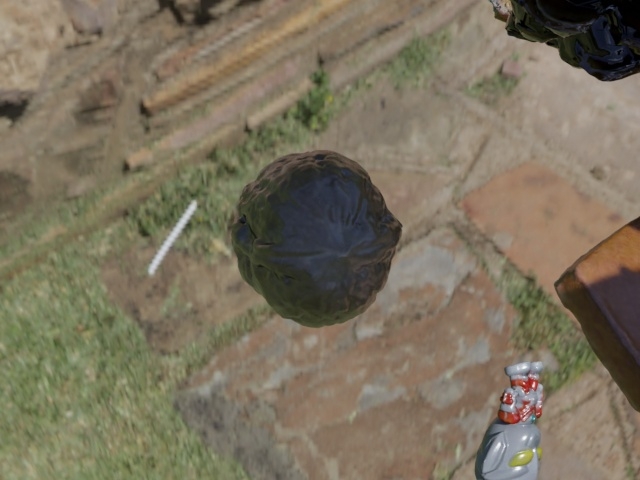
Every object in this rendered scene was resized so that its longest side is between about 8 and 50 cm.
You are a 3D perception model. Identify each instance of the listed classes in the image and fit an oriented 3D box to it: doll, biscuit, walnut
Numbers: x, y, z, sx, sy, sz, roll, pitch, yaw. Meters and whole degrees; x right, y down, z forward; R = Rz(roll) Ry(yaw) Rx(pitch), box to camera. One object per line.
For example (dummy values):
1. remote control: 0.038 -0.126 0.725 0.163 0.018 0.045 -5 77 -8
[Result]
1. doll: 0.210 0.217 1.425 0.079 0.180 0.094 18 14 39
2. biscuit: 0.274 0.076 0.817 0.306 0.043 0.284 23 51 -26
3. walnut: -0.002 0.000 1.292 0.178 0.230 0.178 -2 98 -12

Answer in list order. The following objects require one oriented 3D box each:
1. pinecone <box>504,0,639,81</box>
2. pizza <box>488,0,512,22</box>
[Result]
1. pinecone: 0.230 -0.252 0.989 0.243 0.257 0.243 -27 24 13
2. pizza: 0.307 -0.344 1.608 0.185 0.052 0.195 5 71 19
